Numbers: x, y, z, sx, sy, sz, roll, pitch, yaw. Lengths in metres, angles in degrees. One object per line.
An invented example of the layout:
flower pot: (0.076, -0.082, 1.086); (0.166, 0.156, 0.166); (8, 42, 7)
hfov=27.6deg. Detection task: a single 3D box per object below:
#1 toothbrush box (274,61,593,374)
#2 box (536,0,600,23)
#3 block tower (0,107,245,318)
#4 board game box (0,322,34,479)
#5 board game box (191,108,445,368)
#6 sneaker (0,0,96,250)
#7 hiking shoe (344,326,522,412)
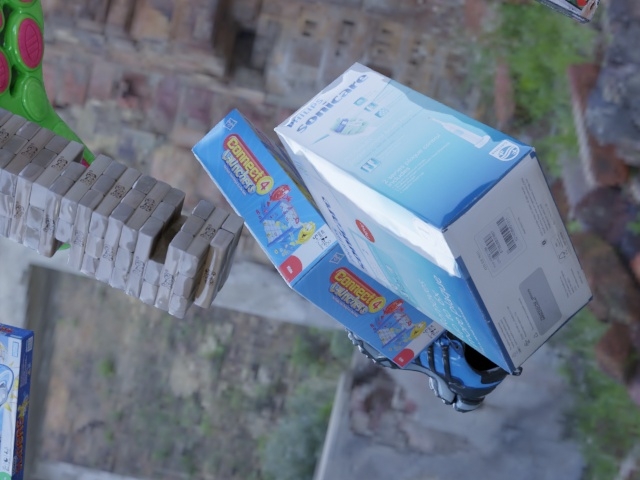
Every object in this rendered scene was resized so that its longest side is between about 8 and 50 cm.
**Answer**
toothbrush box: (0.113, -0.030, 1.343); (0.126, 0.295, 0.216); (-40, -50, -12)
box: (0.248, -0.351, 1.536); (0.114, 0.207, 0.036); (-64, 4, 2)
block tower: (-0.253, -0.037, 1.354); (0.091, 0.335, 0.097); (-61, -8, -51)
board game box: (-0.424, 0.193, 1.592); (0.035, 0.136, 0.201); (-41, -40, -68)
board game box: (0.000, 0.000, 1.793); (0.086, 0.302, 0.308); (-44, -39, 7)
sneaker: (-0.445, -0.197, 1.721); (0.185, 0.202, 0.482); (-38, -51, -34)
hiking shoe: (0.179, 0.161, 2.152); (0.132, 0.304, 0.113); (-44, 25, 35)
